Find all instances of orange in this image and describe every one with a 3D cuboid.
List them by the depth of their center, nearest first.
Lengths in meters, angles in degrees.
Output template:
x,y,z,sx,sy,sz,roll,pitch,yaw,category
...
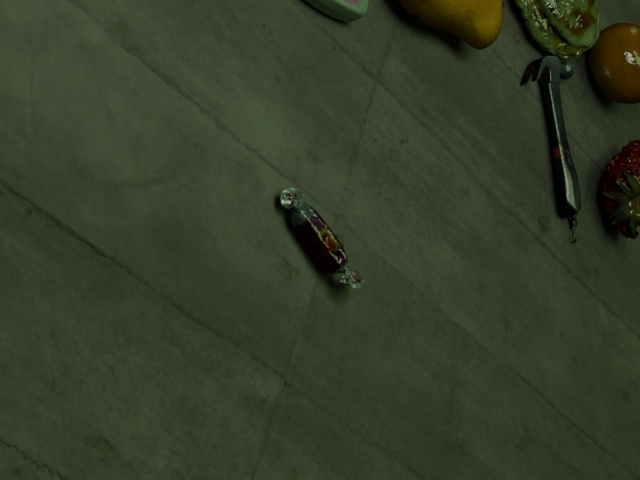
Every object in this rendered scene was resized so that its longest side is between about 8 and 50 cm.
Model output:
x,y,z,sx,sy,sz,roll,pitch,yaw,category
0.571,-0.330,2.265,0.156,0.124,0.156,27,44,-30,orange

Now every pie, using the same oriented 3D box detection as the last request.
x,y,z,sx,sy,sz,roll,pitch,yaw,category
0.421,-0.440,2.159,0.248,0.090,0.201,45,52,-24,pie

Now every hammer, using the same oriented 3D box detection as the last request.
x,y,z,sx,sy,sz,roll,pitch,yaw,category
0.415,-0.183,2.120,0.137,0.037,0.290,4,77,-47,hammer

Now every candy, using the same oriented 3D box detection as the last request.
x,y,z,sx,sy,sz,roll,pitch,yaw,category
0.000,0.000,1.627,0.175,0.043,0.045,55,43,-15,candy

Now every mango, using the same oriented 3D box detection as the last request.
x,y,z,sx,sy,sz,roll,pitch,yaw,category
0.195,-0.402,1.887,0.262,0.109,0.157,39,73,-44,mango

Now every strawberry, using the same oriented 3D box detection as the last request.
x,y,z,sx,sy,sz,roll,pitch,yaw,category
0.559,-0.095,2.232,0.208,0.087,0.167,-54,142,-69,strawberry

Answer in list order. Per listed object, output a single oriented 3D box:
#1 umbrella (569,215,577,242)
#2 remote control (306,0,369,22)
x,y,z,sx,sy,sz,roll,pitch,yaw,category
0.449,-0.054,2.138,0.022,0.013,0.122,32,56,-51,umbrella
0.024,-0.493,1.780,0.145,0.050,0.344,24,62,-41,remote control
